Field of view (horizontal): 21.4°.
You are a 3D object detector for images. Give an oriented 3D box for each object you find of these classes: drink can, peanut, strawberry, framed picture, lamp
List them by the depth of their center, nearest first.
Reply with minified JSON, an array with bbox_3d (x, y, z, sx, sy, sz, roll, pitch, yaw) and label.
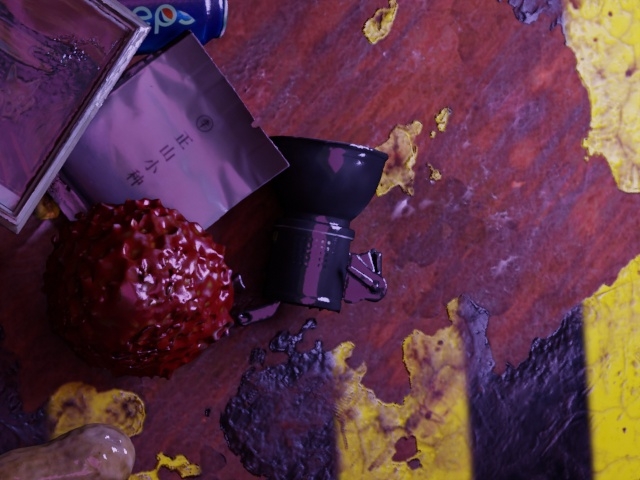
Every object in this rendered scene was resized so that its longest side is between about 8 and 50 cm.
[{"bbox_3d":[-0.329,-0.176,1.753,0.216,0.016,0.273,34,76,-16],"label":"framed picture"},{"bbox_3d":[-0.205,0.075,1.880,0.234,0.178,0.234,0,106,1],"label":"strawberry"},{"bbox_3d":[-0.314,0.278,1.899,0.229,0.098,0.103,-21,68,-18],"label":"peanut"},{"bbox_3d":[-0.216,-0.271,1.954,0.205,0.118,0.118,-8,90,-20],"label":"drink can"},{"bbox_3d":[0.000,0.000,2.008,0.172,0.147,0.227,8,87,-2],"label":"lamp"}]

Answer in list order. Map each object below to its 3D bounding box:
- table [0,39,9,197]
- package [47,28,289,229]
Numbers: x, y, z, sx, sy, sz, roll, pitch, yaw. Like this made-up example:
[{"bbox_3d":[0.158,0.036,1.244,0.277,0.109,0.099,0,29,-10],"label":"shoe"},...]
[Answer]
[{"bbox_3d":[-0.437,-0.123,1.822,0.172,0.193,0.169,1,87,-20],"label":"table"},{"bbox_3d":[-0.193,-0.095,1.961,0.251,0.062,0.204,-35,101,7],"label":"package"}]
